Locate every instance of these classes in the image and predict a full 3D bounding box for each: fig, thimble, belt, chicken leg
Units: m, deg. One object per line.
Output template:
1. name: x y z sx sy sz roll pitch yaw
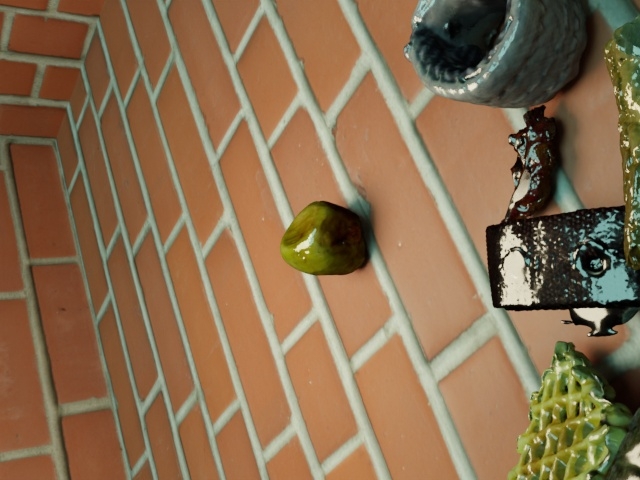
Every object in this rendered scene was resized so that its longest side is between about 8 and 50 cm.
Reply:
1. fig: 0.000 0.000 1.580 0.166 0.154 0.144 -17 57 10
2. thimble: 0.252 -0.296 1.190 0.245 0.157 0.217 5 89 56
3. belt: 0.342 0.039 1.035 0.289 0.184 0.164 -9 82 57
4. chicken leg: 0.304 -0.091 1.214 0.089 0.048 0.219 26 111 57

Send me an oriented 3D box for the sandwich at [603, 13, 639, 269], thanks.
1. sandwich: 0.432 -0.139 0.834 0.262 0.131 0.325 -5 84 18

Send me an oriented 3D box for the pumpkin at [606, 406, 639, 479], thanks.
1. pumpkin: 0.403 0.270 0.838 0.192 0.320 0.320 21 109 33

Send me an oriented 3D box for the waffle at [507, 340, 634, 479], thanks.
1. waffle: 0.318 0.298 1.080 0.317 0.073 0.297 -74 0 -71
